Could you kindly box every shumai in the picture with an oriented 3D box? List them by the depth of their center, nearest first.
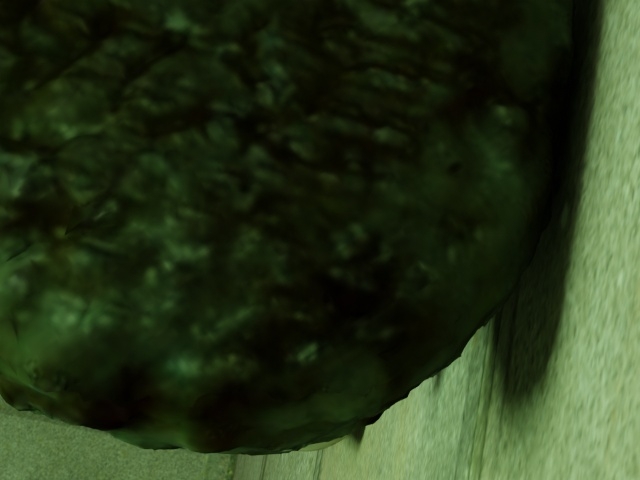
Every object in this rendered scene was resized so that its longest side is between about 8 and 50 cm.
[{"bbox_3d":[-0.074,-0.066,0.840,0.348,0.395,0.395,119,163,-70],"label":"shumai"}]

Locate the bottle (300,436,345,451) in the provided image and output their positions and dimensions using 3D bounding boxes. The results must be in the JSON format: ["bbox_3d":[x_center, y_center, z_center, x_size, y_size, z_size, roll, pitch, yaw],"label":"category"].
[{"bbox_3d":[-0.020,0.116,1.301,0.209,0.097,0.110,144,137,-85],"label":"bottle"}]
